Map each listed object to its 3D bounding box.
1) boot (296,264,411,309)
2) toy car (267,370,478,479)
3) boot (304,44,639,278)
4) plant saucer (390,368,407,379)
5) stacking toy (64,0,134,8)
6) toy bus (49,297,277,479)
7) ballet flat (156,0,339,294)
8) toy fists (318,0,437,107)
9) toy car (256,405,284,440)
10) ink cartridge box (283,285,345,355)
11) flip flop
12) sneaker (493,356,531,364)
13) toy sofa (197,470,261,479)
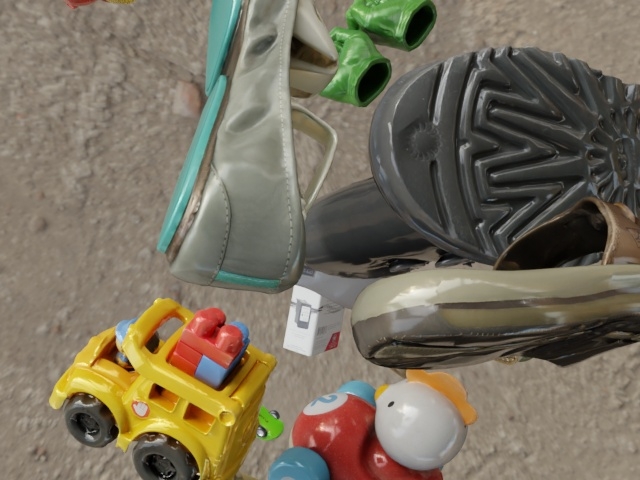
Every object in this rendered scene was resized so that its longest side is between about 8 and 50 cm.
[{"bbox_3d":[0.000,0.000,1.137,0.258,0.123,0.095,18,132,-12],"label":"boot"},{"bbox_3d":[0.091,0.231,1.129,0.210,0.219,0.238,37,120,10],"label":"toy car"},{"bbox_3d":[0.095,-0.041,0.810,0.367,0.445,0.146,1,87,-30],"label":"boot"},{"bbox_3d":[0.100,0.166,1.216,0.083,0.083,0.015,38,83,-7],"label":"plant saucer"},{"bbox_3d":[-0.430,-0.520,1.428,0.131,0.279,0.308,-6,98,25],"label":"stacking toy"},{"bbox_3d":[-0.161,0.140,0.985,0.220,0.149,0.211,28,126,8],"label":"toy bus"},{"bbox_3d":[-0.025,-0.068,0.419,0.068,0.072,0.213,15,55,-14],"label":"ballet flat"},{"bbox_3d":[0.082,-0.365,1.660,0.279,0.142,0.096,-52,142,-17],"label":"toy fists"},{"bbox_3d":[-0.168,0.291,1.652,0.225,0.239,0.053,40,125,3],"label":"toy car"},{"bbox_3d":[-0.005,0.127,1.674,0.063,0.109,0.150,15,99,28],"label":"ink cartridge box"},{"bbox_3d":[0.125,0.017,0.460,0.277,0.112,0.080,2,68,-39],"label":"flip flop"},{"bbox_3d":[0.299,0.159,1.499,0.086,0.192,0.064,-9,102,-24],"label":"sneaker"},{"bbox_3d":[-0.048,0.446,1.297,0.363,0.150,0.177,30,138,-27],"label":"toy sofa"}]
